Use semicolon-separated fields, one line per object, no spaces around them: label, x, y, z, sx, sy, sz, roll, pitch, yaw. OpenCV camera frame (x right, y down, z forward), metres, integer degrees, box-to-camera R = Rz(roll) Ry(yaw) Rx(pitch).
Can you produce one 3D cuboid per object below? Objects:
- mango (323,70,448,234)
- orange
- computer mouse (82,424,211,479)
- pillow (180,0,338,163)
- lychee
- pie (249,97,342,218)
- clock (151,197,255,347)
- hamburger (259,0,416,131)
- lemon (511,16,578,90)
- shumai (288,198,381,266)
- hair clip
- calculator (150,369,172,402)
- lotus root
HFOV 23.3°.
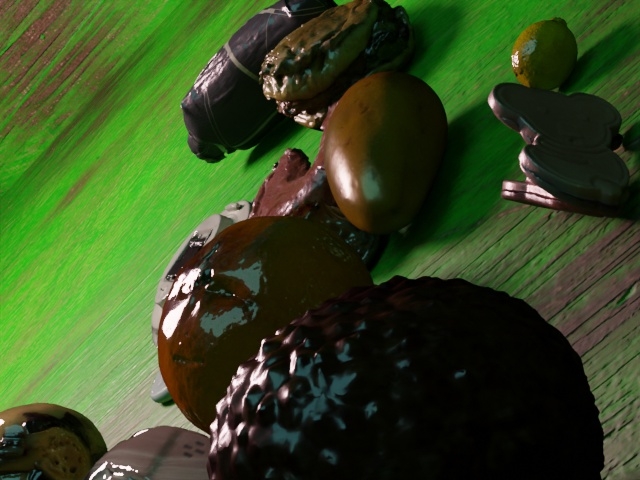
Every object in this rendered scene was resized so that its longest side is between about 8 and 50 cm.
mango;0.068;-0.093;1.588;0.138;0.113;0.253;-35;26;19
orange;-0.054;0.081;1.446;0.224;0.170;0.224;-39;26;23
computer mouse;-0.155;0.260;1.461;0.199;0.115;0.389;-61;19;-18
pillow;-0.072;-0.223;2.134;0.335;0.161;0.093;-41;47;30
lychee;0.057;0.143;0.942;0.260;0.260;0.261;-45;19;20
pie;-0.009;-0.078;1.840;0.219;0.054;0.204;-45;19;20
clock;-0.153;0.032;1.984;0.236;0.053;0.236;-43;20;20
hamburger;0.028;-0.221;1.957;0.206;0.130;0.183;-30;23;5
lemon;0.214;-0.178;1.478;0.062;0.062;0.083;-17;46;60
shumai;0.000;0.001;1.617;0.123;0.087;0.099;-24;34;58
hair clip;0.200;-0.074;1.253;0.138;0.123;0.102;-156;75;-77
calculator;-0.152;0.140;1.823;0.153;0.021;0.095;-40;21;40
lotus root;-0.352;0.292;1.776;0.310;0.182;0.183;-31;27;47
